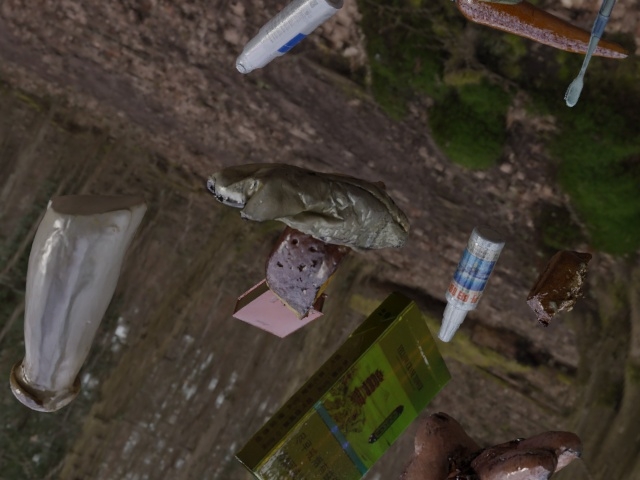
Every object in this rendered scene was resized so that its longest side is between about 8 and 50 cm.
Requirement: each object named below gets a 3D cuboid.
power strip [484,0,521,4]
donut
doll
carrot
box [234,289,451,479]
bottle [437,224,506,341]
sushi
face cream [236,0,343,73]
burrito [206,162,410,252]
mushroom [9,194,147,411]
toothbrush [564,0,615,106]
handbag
[{"bbox_3d":[0.254,-0.410,1.316,0.034,0.092,0.268,-19,179,36],"label":"power strip"},{"bbox_3d":[0.000,0.000,0.916,0.073,0.166,0.184,30,172,2],"label":"donut"},{"bbox_3d":[0.208,0.292,1.164,0.201,0.303,0.156,-11,-112,-38],"label":"doll"},{"bbox_3d":[0.358,-0.365,1.454,0.336,0.069,0.069,29,-174,20],"label":"carrot"},{"bbox_3d":[0.027,0.148,0.739,0.030,0.193,0.121,29,157,42],"label":"box"},{"bbox_3d":[0.249,0.079,1.463,0.060,0.217,0.060,14,-152,-7],"label":"bottle"},{"bbox_3d":[0.307,0.058,1.095,0.060,0.118,0.061,36,176,4],"label":"sushi"},{"bbox_3d":[-0.034,-0.199,0.821,0.034,0.034,0.130,22,142,-38],"label":"face cream"},{"bbox_3d":[0.000,-0.025,0.704,0.063,0.058,0.229,-25,162,33],"label":"burrito"},{"bbox_3d":[-0.426,0.089,1.443,0.154,0.408,0.137,20,-165,-12],"label":"mushroom"},{"bbox_3d":[0.342,-0.267,1.048,0.016,0.220,0.019,19,-172,-1],"label":"toothbrush"},{"bbox_3d":[-0.083,0.133,1.759,0.127,0.063,0.190,27,148,-20],"label":"handbag"}]
